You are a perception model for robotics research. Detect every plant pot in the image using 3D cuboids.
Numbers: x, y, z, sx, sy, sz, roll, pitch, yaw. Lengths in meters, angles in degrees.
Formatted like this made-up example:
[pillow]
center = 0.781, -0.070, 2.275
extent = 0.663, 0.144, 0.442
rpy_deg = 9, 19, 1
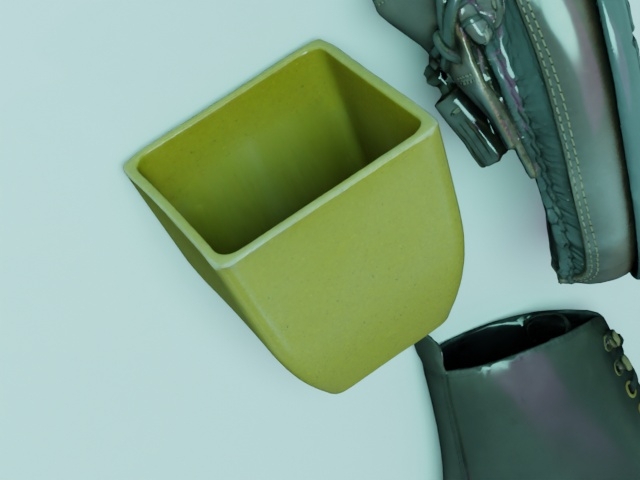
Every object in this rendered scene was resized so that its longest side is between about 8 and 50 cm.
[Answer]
[plant pot]
center = 0.000, 0.000, 0.564
extent = 0.081, 0.081, 0.083
rpy_deg = -34, 126, -10

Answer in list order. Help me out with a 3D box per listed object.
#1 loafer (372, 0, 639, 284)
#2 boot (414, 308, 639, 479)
[loafer]
center = 0.043, -0.107, 0.554
extent = 0.084, 0.096, 0.268
rpy_deg = -15, 104, 2
[boot]
center = 0.134, 0.077, 0.648
extent = 0.197, 0.077, 0.137
rpy_deg = -16, 106, -19
